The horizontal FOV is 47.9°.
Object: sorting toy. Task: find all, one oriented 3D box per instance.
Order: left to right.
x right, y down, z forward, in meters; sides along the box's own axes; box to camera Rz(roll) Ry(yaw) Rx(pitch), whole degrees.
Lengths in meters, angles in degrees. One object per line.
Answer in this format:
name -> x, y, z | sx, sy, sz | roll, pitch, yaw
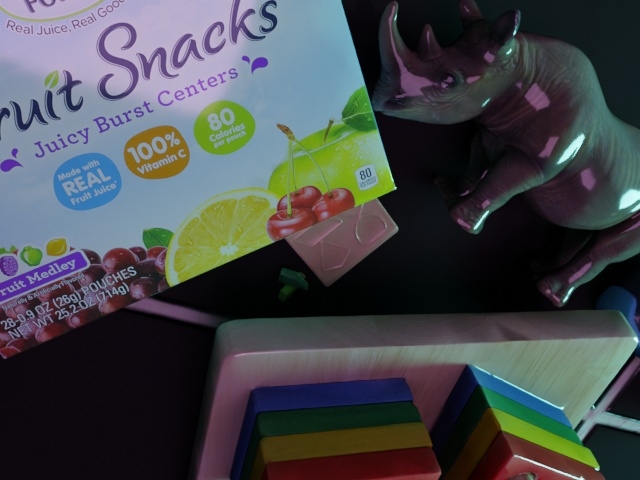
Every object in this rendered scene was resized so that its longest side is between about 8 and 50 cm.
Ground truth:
sorting toy -> 0.000, 0.000, 0.427 | 0.083, 0.012, 0.062 | -39, 128, 1
sorting toy -> 0.051, 0.165, 0.456 | 0.256, 0.089, 0.257 | 1, 131, -19

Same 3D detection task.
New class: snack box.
snack box -> -0.089, -0.065, 0.326 | 0.207, 0.070, 0.174 | -23, 123, -6

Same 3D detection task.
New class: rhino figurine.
rhino figurine -> 0.113, -0.052, 0.398 | 0.243, 0.073, 0.106 | 35, 109, -33

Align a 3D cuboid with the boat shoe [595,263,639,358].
boat shoe -> 0.312, 0.098, 0.534 | 0.089, 0.109, 0.258 | -47, 124, 6
